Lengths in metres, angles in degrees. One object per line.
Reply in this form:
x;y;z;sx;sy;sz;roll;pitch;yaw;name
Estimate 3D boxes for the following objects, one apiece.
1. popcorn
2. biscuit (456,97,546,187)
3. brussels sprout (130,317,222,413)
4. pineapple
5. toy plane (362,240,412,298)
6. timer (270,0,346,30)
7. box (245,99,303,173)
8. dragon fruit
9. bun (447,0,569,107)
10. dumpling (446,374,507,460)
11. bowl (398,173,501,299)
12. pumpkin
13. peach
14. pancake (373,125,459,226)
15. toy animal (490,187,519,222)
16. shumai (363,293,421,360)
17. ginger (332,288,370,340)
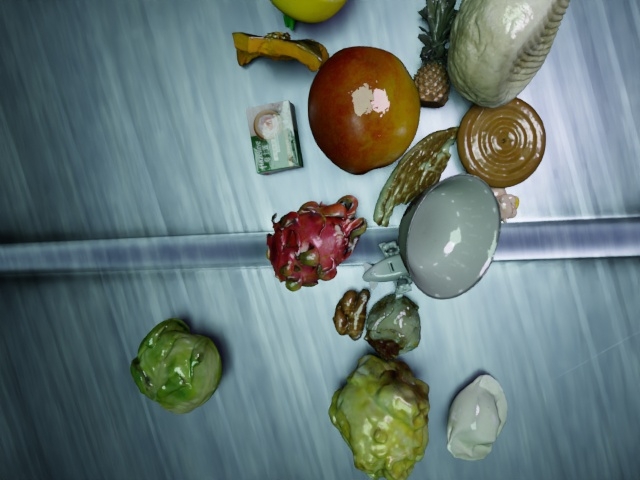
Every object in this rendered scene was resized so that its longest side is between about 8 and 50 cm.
0.180;0.506;1.257;0.311;0.312;0.313;1;95;9;popcorn
0.502;-0.275;1.219;0.261;0.037;0.262;0;91;-4;biscuit
-0.438;0.391;1.367;0.259;0.227;0.295;8;104;23;brussels sprout
0.308;-0.513;1.216;0.130;0.119;0.278;12;98;27;pineapple
0.207;0.087;1.307;0.173;0.080;0.174;-3;76;14;toy plane
-0.053;-0.704;1.214;0.284;0.285;0.286;1;95;9;timer
-0.134;-0.305;1.324;0.135;0.081;0.199;-9;92;9;box
-0.013;-0.003;1.256;0.227;0.243;0.308;40;107;42;dragon fruit
0.446;-0.520;1.093;0.227;0.348;0.353;35;122;23;bun
0.470;0.525;1.300;0.179;0.131;0.252;27;77;-14;dumpling
0.318;-0.022;1.211;0.336;0.157;0.338;-8;107;-29;bowl
-0.124;-0.522;1.217;0.289;0.258;0.095;7;110;4;pumpkin
0.113;-0.338;1.184;0.307;0.308;0.333;0;107;9;peach
0.273;-0.186;1.239;0.376;0.197;0.054;-43;45;-10;pancake
0.515;-0.108;1.239;0.091;0.082;0.115;-16;92;9;toy animal
0.212;0.253;1.291;0.183;0.142;0.184;1;99;8;shumai
0.090;0.218;1.344;0.103;0.073;0.162;13;91;-6;ginger
